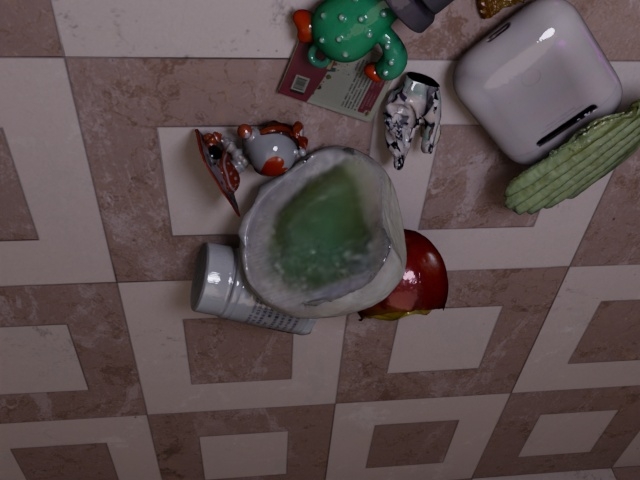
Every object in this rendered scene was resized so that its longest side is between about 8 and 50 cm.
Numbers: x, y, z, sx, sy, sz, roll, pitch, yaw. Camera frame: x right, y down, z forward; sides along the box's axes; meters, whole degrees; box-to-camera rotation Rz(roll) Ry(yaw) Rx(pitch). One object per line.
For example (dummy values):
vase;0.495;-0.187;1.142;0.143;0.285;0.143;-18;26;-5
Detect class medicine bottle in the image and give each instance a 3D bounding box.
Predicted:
medicine bottle;-0.173;0.131;1.667;0.331;0.190;0.190;16;128;-21

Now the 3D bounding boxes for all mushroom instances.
mushroom;0.262;-0.262;1.484;0.049;0.019;0.101;-6;131;-4

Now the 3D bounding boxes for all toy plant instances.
toy plant;0.129;-0.454;1.180;0.400;0.186;0.279;-30;139;26

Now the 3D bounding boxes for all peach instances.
peach;0.210;0.130;1.668;0.280;0.281;0.339;-12;133;2

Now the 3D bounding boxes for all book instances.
book;0.041;-0.358;1.361;0.231;0.022;0.162;13;131;-20

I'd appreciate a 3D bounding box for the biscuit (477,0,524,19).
biscuit;0.397;-0.538;1.244;0.206;0.025;0.126;-32;129;19

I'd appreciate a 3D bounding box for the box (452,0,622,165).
box;0.476;-0.335;1.365;0.288;0.141;0.349;-36;127;22

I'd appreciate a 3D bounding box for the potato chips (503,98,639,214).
potato chips;0.631;-0.199;1.461;0.358;0.070;0.429;-3;148;-49

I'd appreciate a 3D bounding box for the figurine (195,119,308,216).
figurine;-0.136;-0.201;1.412;0.226;0.160;0.184;-26;132;3

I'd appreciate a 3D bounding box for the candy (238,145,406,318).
candy;0.000;0.000;1.497;0.426;0.387;0.186;-25;170;14

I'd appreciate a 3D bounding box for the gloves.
gloves;0.199;-0.265;1.417;0.127;0.111;0.212;-8;135;-35
